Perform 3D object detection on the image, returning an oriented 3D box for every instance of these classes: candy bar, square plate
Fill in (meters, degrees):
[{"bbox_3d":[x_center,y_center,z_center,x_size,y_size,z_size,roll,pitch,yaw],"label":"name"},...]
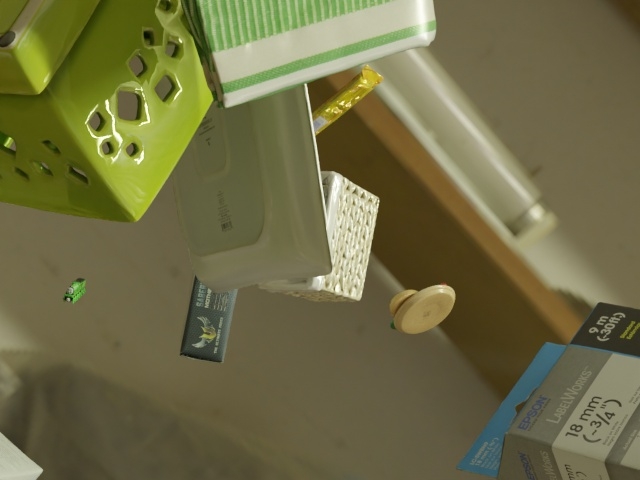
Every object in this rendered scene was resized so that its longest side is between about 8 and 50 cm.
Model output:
[{"bbox_3d":[0.017,-0.186,2.211,0.040,0.161,0.018,36,23,-42],"label":"candy bar"},{"bbox_3d":[-0.099,-0.120,1.660,0.347,0.049,0.344,168,-86,-66],"label":"square plate"}]

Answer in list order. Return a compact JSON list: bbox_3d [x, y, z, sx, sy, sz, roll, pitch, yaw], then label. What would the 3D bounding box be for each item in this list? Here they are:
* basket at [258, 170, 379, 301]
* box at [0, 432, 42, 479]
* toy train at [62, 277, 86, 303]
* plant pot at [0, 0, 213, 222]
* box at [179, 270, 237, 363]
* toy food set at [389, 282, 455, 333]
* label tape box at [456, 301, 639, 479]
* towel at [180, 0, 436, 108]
[{"bbox_3d":[0.000,0.000,2.154,0.113,0.167,0.103,-2,-18,46],"label":"basket"},{"bbox_3d":[-0.379,0.227,1.569,0.130,0.091,0.170,39,4,13],"label":"box"},{"bbox_3d":[-0.332,0.067,2.132,0.017,0.023,0.083,11,9,1],"label":"toy train"},{"bbox_3d":[-0.248,-0.173,1.453,0.228,0.227,0.207,8,-30,34],"label":"plant pot"},{"bbox_3d":[-0.126,0.026,1.928,0.059,0.232,0.183,10,1,-5],"label":"box"},{"bbox_3d":[0.118,0.079,1.829,0.020,0.083,0.082,58,-16,34],"label":"toy food set"},{"bbox_3d":[0.340,0.197,1.901,0.334,0.240,0.106,10,-43,41],"label":"label tape box"},{"bbox_3d":[-0.034,-0.297,1.344,0.038,0.248,0.324,-4,-76,64],"label":"towel"}]
